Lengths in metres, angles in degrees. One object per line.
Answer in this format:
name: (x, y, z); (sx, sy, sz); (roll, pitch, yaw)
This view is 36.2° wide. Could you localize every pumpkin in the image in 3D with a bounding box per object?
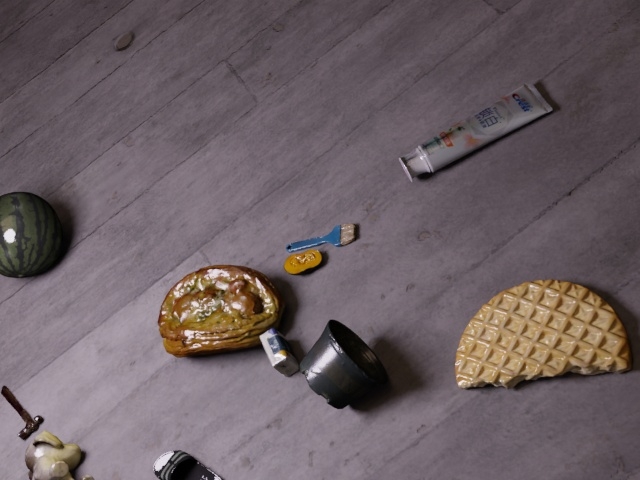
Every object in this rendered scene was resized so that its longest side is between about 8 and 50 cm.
pumpkin: (-0.034, 0.051, 2.062); (0.083, 0.028, 0.050); (-19, 52, 6)

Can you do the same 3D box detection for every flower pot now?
flower pot: (0.036, 0.239, 1.822); (0.107, 0.157, 0.157); (-46, 48, 10)

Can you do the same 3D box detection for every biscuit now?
biscuit: (0.388, 0.161, 1.744); (0.309, 0.040, 0.204); (-10, 54, 23)

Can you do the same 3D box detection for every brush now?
brush: (0.000, 0.000, 2.088); (0.164, 0.014, 0.051); (-13, 52, 22)

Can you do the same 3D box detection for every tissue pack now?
tissue pack: (-0.081, 0.223, 1.946); (0.042, 0.062, 0.083); (-34, 48, 7)

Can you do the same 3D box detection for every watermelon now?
watermelon: (-0.727, -0.011, 2.372); (0.212, 0.212, 0.212); (-15, 53, 20)

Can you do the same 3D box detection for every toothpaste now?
toothpaste: (0.319, -0.224, 2.039); (0.323, 0.066, 0.100); (-29, 49, 2)

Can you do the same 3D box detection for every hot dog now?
hot dog: (-0.211, 0.152, 2.030); (0.272, 0.122, 0.196); (-9, 55, 26)

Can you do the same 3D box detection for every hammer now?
hammer: (-0.684, 0.377, 2.201); (0.065, 0.021, 0.178); (-49, 49, -8)

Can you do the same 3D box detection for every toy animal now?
toy animal: (-0.540, 0.501, 1.978); (0.169, 0.121, 0.233); (-15, 61, 40)

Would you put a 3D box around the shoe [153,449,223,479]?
shoe: (-0.262, 0.450, 1.897); (0.179, 0.049, 0.071); (17, 67, 36)
